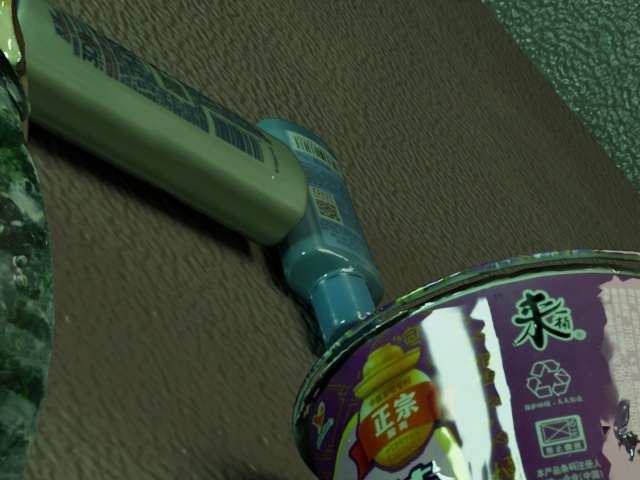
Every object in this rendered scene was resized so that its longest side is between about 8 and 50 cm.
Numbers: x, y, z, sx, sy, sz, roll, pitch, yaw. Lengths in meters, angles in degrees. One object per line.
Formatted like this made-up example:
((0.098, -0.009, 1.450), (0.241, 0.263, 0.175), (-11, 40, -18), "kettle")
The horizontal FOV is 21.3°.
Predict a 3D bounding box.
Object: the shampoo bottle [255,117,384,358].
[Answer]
((0.000, 0.000, 1.480), (0.104, 0.061, 0.258), (32, 25, -36), "shampoo bottle")

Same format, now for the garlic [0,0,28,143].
((-0.269, -0.107, 1.068), (0.143, 0.178, 0.229), (93, -22, -77), "garlic")

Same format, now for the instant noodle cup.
((0.160, 0.210, 1.100), (0.340, 0.340, 0.266), (29, 39, -39), "instant noodle cup")

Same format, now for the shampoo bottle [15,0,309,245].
((-0.165, -0.114, 1.345), (0.359, 0.078, 0.134), (29, 24, -39), "shampoo bottle")

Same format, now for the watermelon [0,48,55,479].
((-0.238, 0.053, 0.751), (0.320, 0.214, 0.289), (-27, 83, -35), "watermelon")
